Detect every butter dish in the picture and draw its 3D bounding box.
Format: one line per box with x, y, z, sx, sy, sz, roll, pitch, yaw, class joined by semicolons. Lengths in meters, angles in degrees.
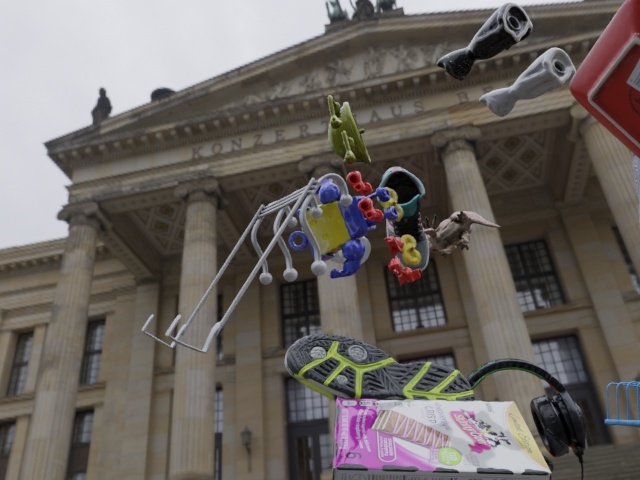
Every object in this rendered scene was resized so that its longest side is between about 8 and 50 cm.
0.362;-0.166;0.602;0.118;0.160;0.160;-36;-16;-14;butter dish

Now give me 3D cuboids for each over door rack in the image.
-0.103;0.052;0.906;0.108;0.324;0.239;47;-23;-11;over door rack

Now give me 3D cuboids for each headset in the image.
0.454;0.423;1.236;0.243;0.394;0.185;-45;-9;1;headset

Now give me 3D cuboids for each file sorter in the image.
0.776;0.390;1.434;0.118;0.104;0.170;7;-16;-7;file sorter

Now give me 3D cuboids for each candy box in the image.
0.132;0.255;0.720;0.234;0.159;0.071;1;-76;2;candy box

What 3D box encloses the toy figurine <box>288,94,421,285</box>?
0.016;-0.057;1.129;0.217;0.362;0.191;-24;-7;22;toy figurine

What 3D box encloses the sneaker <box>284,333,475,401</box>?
0.106;0.305;1.208;0.385;0.145;0.147;19;-50;-4;sneaker

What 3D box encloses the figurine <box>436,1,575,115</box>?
0.380;-0.356;1.268;0.215;0.092;0.209;37;-29;-16;figurine

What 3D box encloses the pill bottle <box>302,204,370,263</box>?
0.038;-0.009;1.418;0.103;0.184;0.103;-13;-61;-24;pill bottle

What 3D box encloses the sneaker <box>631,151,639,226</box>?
0.588;-0.079;0.894;0.210;0.365;0.137;-5;-9;20;sneaker

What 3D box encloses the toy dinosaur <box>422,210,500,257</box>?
0.411;-0.035;1.905;0.296;0.127;0.200;-25;4;25;toy dinosaur

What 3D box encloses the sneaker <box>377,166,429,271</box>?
0.224;-0.062;1.593;0.124;0.295;0.178;-14;-7;7;sneaker
